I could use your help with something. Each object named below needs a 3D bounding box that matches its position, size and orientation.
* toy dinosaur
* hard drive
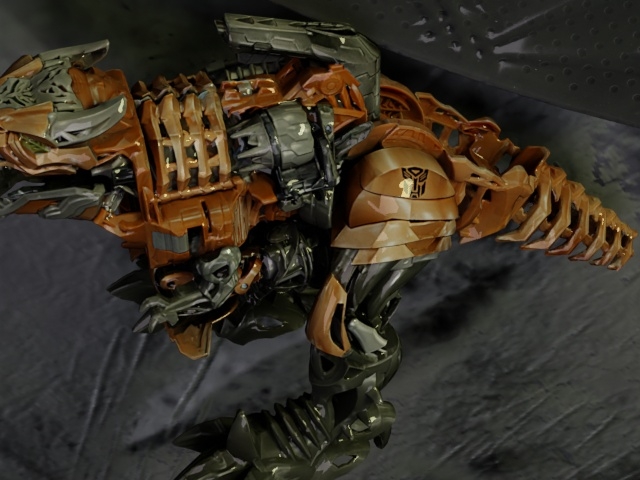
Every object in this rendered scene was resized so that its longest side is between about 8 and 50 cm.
[{"bbox_3d":[0.000,0.000,0.743,0.321,0.164,0.218,18,126,-10],"label":"toy dinosaur"},{"bbox_3d":[0.080,-0.147,0.674,0.254,0.054,0.172,17,131,-17],"label":"hard drive"}]
